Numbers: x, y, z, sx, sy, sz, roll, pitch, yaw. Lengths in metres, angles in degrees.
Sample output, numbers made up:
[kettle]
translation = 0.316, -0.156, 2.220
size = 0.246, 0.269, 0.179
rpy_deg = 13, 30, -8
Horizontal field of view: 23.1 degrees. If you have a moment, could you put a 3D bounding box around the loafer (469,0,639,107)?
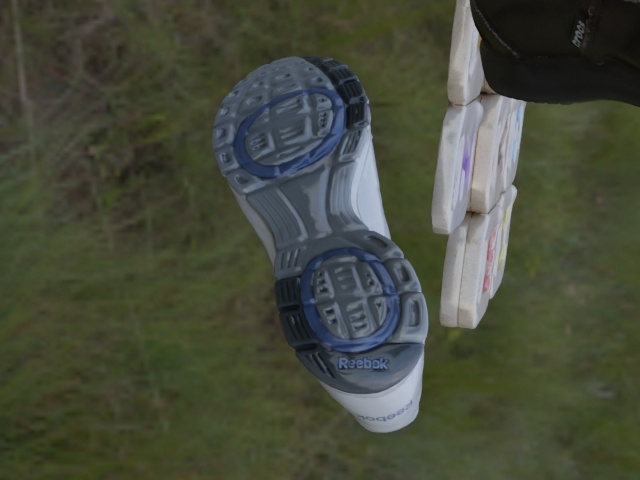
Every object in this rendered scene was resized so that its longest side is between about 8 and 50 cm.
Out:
[loafer]
translation = 0.101, -0.082, 0.440
size = 0.080, 0.220, 0.078
rpy_deg = -37, 109, -22

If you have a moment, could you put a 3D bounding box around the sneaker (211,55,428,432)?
[sneaker]
translation = 0.000, 0.000, 1.052
size = 0.129, 0.111, 0.297
rpy_deg = 75, 2, -54

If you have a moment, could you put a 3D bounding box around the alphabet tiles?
[alphabet tiles]
translation = 0.092, -0.105, 0.773
size = 0.278, 0.021, 0.284
rpy_deg = -36, 133, -75
